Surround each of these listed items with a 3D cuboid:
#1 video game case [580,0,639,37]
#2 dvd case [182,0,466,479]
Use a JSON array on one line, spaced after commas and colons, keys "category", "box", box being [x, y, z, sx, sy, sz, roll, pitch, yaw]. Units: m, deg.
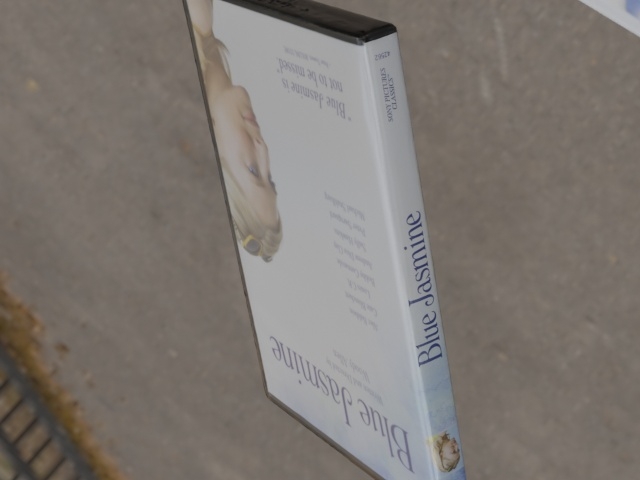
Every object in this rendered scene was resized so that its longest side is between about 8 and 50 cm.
[{"category": "video game case", "box": [0.175, -0.107, 0.373, 0.329, 0.036, 0.300, 39, 158, 32]}, {"category": "dvd case", "box": [0.000, 0.000, 0.769, 0.180, 0.022, 0.253, 28, 134, 54]}]
